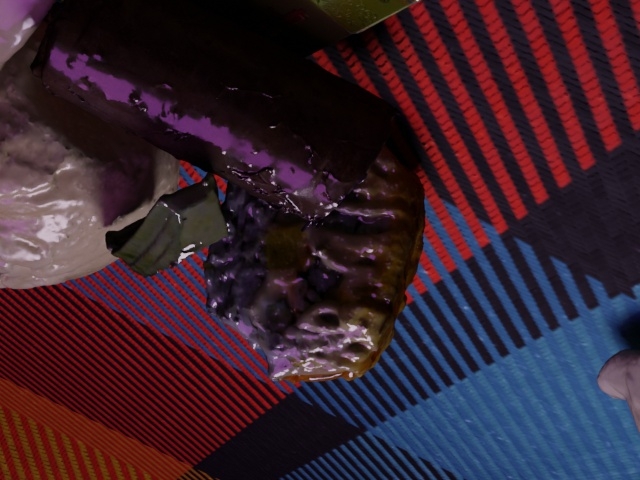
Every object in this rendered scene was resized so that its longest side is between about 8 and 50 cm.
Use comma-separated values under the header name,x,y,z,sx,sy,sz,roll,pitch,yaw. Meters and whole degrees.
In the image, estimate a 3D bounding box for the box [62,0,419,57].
name,x,y,z,sx,sy,sz,roll,pitch,yaw
box,-0.073,-0.206,0.938,0.173,0.043,0.311,35,152,-26

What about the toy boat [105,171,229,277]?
name,x,y,z,sx,sy,sz,roll,pitch,yaw
toy boat,-0.132,-0.007,1.011,0.055,0.093,0.293,62,163,-4

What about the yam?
name,x,y,z,sx,sy,sz,roll,pitch,yaw
yam,-0.084,-0.114,0.926,0.279,0.131,0.131,26,155,-12

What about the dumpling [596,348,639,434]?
name,x,y,z,sx,sy,sz,roll,pitch,yaw
dumpling,0.379,0.157,1.180,0.162,0.132,0.250,18,171,-10

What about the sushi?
name,x,y,z,sx,sy,sz,roll,pitch,yaw
sushi,0.000,0.000,1.102,0.184,0.274,0.139,16,179,11

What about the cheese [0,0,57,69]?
name,x,y,z,sx,sy,sz,roll,pitch,yaw
cheese,-0.294,-0.219,0.934,0.159,0.093,0.263,27,125,-36

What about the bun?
name,x,y,z,sx,sy,sz,roll,pitch,yaw
bun,-0.328,-0.072,1.203,0.348,0.227,0.352,24,157,-6
